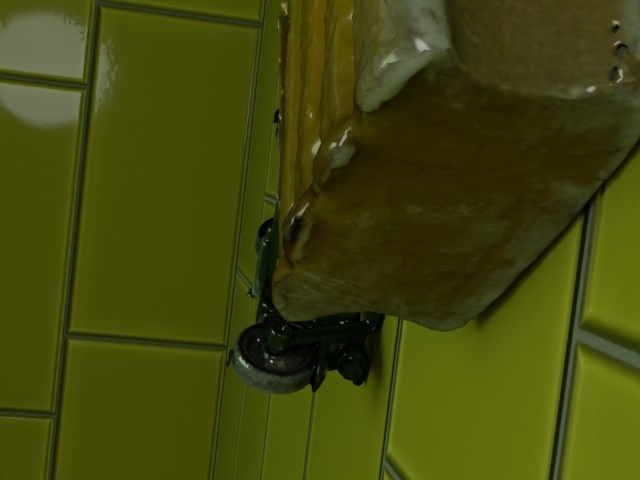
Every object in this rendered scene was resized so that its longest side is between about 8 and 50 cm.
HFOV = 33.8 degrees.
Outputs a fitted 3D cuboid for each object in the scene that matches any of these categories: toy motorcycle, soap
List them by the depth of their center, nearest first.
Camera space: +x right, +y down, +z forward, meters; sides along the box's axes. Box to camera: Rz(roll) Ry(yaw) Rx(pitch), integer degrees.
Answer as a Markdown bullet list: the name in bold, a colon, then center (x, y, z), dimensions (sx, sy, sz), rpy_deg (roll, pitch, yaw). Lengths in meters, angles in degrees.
- **soap**: center (0.055, -0.150, 0.611), dimensions (0.293, 0.156, 0.335), rpy_deg (119, 155, -58)
- **toy motorcycle**: center (0.000, 0.000, 0.947), dimensions (0.275, 0.127, 0.205), rpy_deg (-87, 9, -54)
